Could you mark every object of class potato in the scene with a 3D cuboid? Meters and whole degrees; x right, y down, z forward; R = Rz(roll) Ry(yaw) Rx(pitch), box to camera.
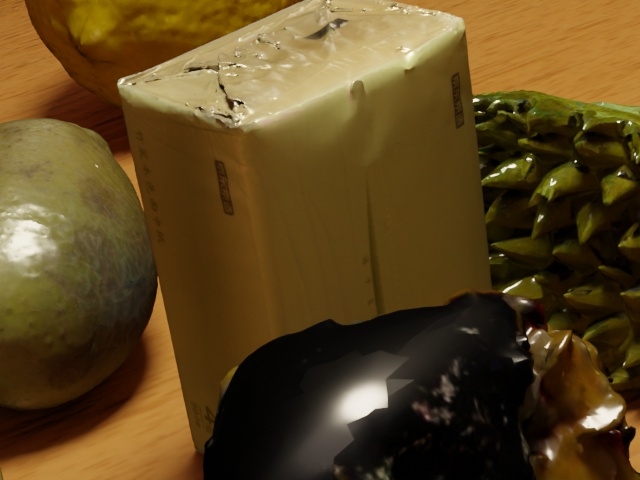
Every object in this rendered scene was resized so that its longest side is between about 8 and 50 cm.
[{"bbox_3d":[-0.189,0.008,1.111,0.174,0.159,0.251,14,37,-9],"label":"potato"}]

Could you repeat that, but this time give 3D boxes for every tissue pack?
[{"bbox_3d":[0.000,0.000,0.951,0.159,0.234,0.125,-28,33,-34],"label":"tissue pack"}]

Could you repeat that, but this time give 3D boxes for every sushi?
[{"bbox_3d":[0.042,0.115,0.768,0.200,0.213,0.204,12,40,-4],"label":"sushi"}]

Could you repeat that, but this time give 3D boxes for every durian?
[{"bbox_3d":[0.209,-0.001,1.012,0.394,0.163,0.198,11,13,38],"label":"durian"}]

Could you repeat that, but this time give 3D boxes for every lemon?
[{"bbox_3d":[-0.121,-0.228,1.470,0.267,0.267,0.267,-9,25,4],"label":"lemon"}]

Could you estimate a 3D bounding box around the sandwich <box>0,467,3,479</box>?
[{"bbox_3d":[-0.219,0.152,0.889,0.088,0.090,0.244,-1,24,29],"label":"sandwich"}]
